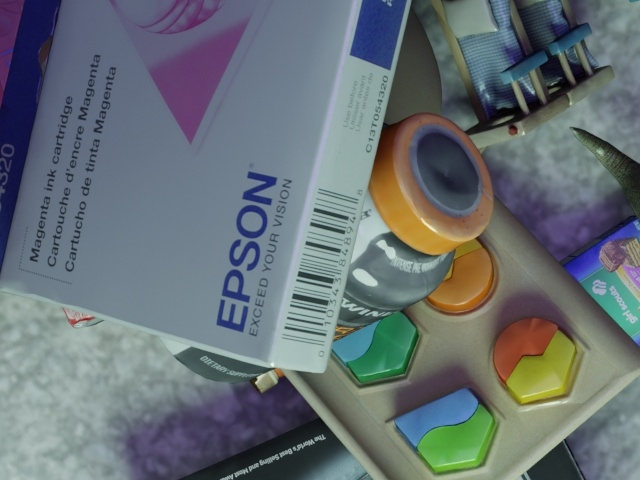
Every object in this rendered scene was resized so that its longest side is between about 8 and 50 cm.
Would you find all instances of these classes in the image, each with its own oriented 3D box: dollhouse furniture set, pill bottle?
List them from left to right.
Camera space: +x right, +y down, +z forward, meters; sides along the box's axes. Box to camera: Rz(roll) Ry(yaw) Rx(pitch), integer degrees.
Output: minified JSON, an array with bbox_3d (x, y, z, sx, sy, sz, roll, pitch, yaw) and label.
[{"bbox_3d":[0.000,0.000,1.259,0.130,0.246,0.130,21,57,-35],"label":"pill bottle"},{"bbox_3d":[0.173,-0.158,1.330,0.129,0.184,0.129,-33,104,-43],"label":"dollhouse furniture set"}]

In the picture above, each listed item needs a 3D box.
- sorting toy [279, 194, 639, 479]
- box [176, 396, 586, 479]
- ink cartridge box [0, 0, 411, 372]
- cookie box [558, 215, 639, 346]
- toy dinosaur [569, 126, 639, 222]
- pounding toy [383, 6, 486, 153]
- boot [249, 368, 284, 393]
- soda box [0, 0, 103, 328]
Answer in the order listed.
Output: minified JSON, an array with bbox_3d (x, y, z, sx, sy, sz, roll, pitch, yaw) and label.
[{"bbox_3d":[0.097,0.079,1.353,0.208,0.038,0.193,-38,67,-10],"label":"sorting toy"},{"bbox_3d":[0.049,0.240,1.355,0.307,0.076,0.242,-23,67,-3],"label":"box"},{"bbox_3d":[-0.104,-0.108,1.216,0.330,0.071,0.324,12,91,35],"label":"ink cartridge box"},{"bbox_3d":[0.218,0.046,1.426,0.107,0.040,0.092,-33,90,-3],"label":"cookie box"},{"bbox_3d":[0.322,0.004,1.374,0.314,0.121,0.160,30,64,-16],"label":"toy dinosaur"},{"bbox_3d":[0.004,-0.102,1.383,0.237,0.183,0.110,46,130,-13],"label":"pounding toy"},{"bbox_3d":[-0.054,0.026,1.410,0.085,0.059,0.158,-34,98,-6],"label":"boot"},{"bbox_3d":[-0.194,-0.069,1.385,0.083,0.092,0.263,-25,89,-1],"label":"soda box"}]
